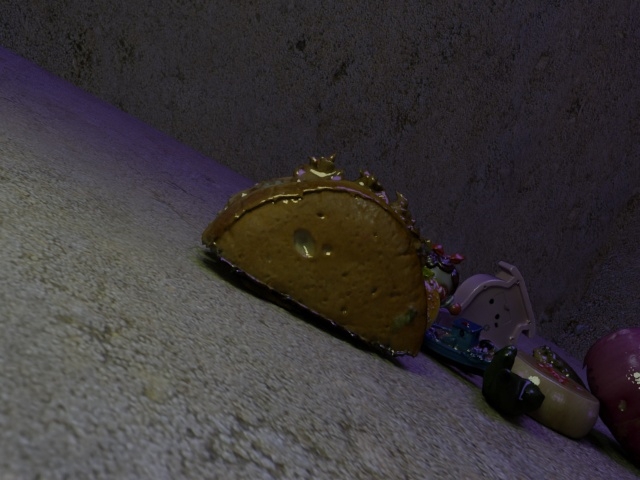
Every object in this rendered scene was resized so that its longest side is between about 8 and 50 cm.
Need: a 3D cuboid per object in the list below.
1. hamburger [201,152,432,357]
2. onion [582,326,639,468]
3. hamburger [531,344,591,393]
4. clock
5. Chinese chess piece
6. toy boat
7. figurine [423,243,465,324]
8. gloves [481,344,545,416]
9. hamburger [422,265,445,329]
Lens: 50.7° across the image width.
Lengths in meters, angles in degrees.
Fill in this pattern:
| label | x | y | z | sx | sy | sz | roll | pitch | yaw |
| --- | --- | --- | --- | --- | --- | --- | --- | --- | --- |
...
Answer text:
| label | x | y | z | sx | sy | sz | roll | pitch | yaw |
| --- | --- | --- | --- | --- | --- | --- | --- | --- | --- |
| hamburger | 0.029 | 0.001 | 1.256 | 0.445 | 0.287 | 0.268 | 31 | 3 | -13 |
| onion | 0.812 | 0.376 | 1.604 | 0.345 | 0.358 | 0.358 | -6 | -6 | 18 |
| hamburger | 0.602 | 0.377 | 1.730 | 0.206 | 0.130 | 0.183 | 54 | 18 | 27 |
| clock | 0.455 | 0.241 | 1.865 | 0.290 | 0.275 | 0.080 | 66 | -8 | -17 |
| Chinese chess piece | 0.507 | 0.344 | 1.537 | 0.251 | 0.097 | 0.251 | 29 | 6 | -3 |
| toy boat | 0.297 | 0.215 | 1.461 | 0.223 | 0.097 | 0.100 | 21 | 21 | 38 |
| figurine | 0.262 | 0.121 | 1.625 | 0.183 | 0.226 | 0.160 | 31 | 5 | 15 |
| gloves | 0.375 | 0.289 | 1.323 | 0.135 | 0.107 | 0.268 | 27 | -14 | 32 |
| hamburger | 0.159 | 0.115 | 1.466 | 0.210 | 0.173 | 0.116 | 31 | -19 | 10 |
